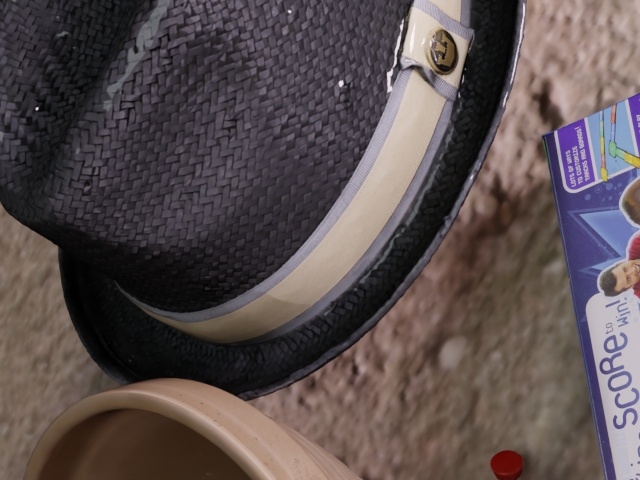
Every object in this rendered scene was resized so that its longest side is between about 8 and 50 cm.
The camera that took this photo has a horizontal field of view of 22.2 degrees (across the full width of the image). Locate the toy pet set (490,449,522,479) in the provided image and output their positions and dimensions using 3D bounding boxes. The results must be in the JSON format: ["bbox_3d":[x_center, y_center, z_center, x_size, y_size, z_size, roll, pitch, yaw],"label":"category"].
[{"bbox_3d":[0.110,0.167,0.720,0.122,0.065,0.114,15,48,33],"label":"toy pet set"}]

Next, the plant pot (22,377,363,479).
[{"bbox_3d":[-0.030,0.171,0.753,0.237,0.110,0.237,14,111,42],"label":"plant pot"}]

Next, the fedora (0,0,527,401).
[{"bbox_3d":[-0.063,-0.096,0.779,0.334,0.152,0.334,-20,58,36],"label":"fedora"}]

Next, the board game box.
[{"bbox_3d":[0.172,0.019,0.679,0.136,0.035,0.201,-23,55,29],"label":"board game box"}]
